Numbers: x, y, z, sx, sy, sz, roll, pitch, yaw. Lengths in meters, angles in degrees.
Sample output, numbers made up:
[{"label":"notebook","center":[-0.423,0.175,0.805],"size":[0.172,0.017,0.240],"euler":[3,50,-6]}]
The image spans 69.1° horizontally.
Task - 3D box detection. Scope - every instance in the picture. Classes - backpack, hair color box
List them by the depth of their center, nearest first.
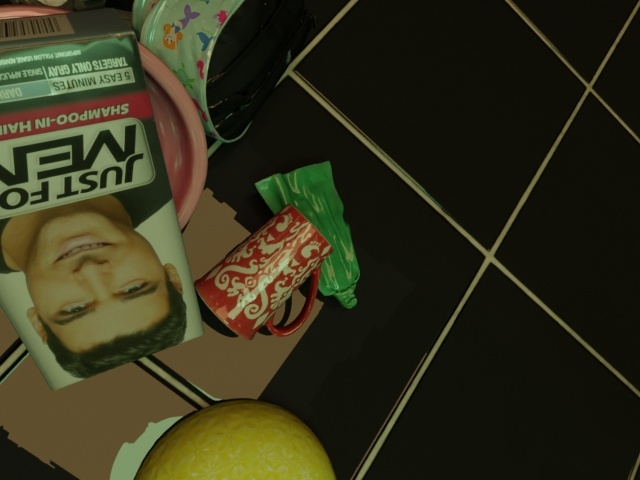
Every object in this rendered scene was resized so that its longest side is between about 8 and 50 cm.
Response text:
[{"label":"hair color box","center":[-0.254,-0.025,0.494],"size":[0.186,0.113,0.374],"euler":[-18,132,-22]},{"label":"backpack","center":[-0.137,-0.275,0.644],"size":[0.191,0.225,0.253],"euler":[21,75,7]}]

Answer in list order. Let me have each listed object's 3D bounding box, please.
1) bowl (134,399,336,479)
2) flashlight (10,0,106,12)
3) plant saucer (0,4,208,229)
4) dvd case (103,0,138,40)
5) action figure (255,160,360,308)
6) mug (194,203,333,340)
[{"label":"bowl","center":[-0.093,0.361,0.583],"size":[0.290,0.156,0.289],"euler":[3,80,-19]},{"label":"flashlight","center":[-0.265,-0.347,0.593],"size":[0.103,0.304,0.103],"euler":[2,122,6]},{"label":"plant saucer","center":[-0.305,-0.097,0.545],"size":[0.333,0.084,0.331],"euler":[-18,132,-21]},{"label":"dvd case","center":[-0.347,-0.383,0.630],"size":[0.238,0.030,0.179],"euler":[56,27,-4]},{"label":"action figure","center":[0.000,0.000,0.729],"size":[0.137,0.063,0.232],"euler":[-22,85,-24]},{"label":"mug","center":[-0.066,0.046,0.658],"size":[0.169,0.150,0.113],"euler":[-45,54,-3]}]
